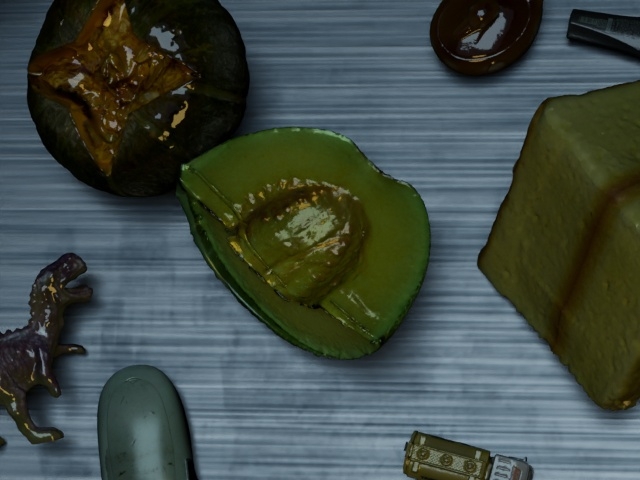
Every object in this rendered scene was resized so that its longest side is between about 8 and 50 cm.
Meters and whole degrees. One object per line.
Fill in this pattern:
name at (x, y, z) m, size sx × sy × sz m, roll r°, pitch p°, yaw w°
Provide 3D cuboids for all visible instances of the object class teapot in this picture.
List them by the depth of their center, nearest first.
teapot at (0.171, -0.225, 1.931) m, size 0.129 × 0.078 × 0.098 m, roll -34°, pitch 75°, yaw -2°

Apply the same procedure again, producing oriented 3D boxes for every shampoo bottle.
shampoo bottle at (0.319, -0.207, 1.934) m, size 0.137 × 0.027 × 0.048 m, roll 12°, pitch 69°, yaw 10°

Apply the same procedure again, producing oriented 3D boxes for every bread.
bread at (0.380, -0.033, 1.850) m, size 0.361 × 0.245 × 0.233 m, roll -19°, pitch 54°, yaw -28°

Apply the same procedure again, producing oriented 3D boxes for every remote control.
remote control at (-0.167, 0.246, 1.874) m, size 0.097 × 0.045 × 0.256 m, roll -12°, pitch 77°, yaw 4°

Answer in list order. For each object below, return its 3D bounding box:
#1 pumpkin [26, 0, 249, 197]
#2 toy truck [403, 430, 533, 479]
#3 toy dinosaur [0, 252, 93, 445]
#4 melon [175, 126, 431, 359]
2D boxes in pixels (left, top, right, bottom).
pumpkin at (-0.180, -0.161, 1.916) m, size 0.238 × 0.159 × 0.238 m, roll 2°, pitch 97°, yaw 21°
toy truck at (0.141, 0.220, 1.832) m, size 0.123 × 0.063 × 0.052 m, roll 14°, pitch 78°, yaw 11°
toy dinosaur at (-0.338, 0.113, 1.880) m, size 0.251 × 0.072 × 0.200 m, roll -11°, pitch 98°, yaw -13°
melon at (0.000, 0.000, 1.884) m, size 0.265 × 0.129 × 0.169 m, roll 40°, pitch 62°, yaw 16°
